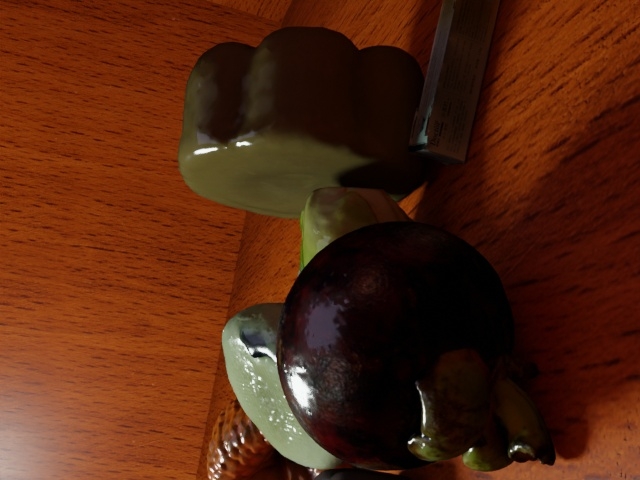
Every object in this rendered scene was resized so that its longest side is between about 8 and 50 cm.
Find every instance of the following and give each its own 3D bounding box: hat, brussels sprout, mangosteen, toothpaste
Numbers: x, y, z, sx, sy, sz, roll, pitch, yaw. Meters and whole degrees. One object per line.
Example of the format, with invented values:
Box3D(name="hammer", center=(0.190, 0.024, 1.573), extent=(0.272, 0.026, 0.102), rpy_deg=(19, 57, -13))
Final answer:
Box3D(name="hat", center=(-0.054, 0.361, 1.439), extent=(0.400, 0.285, 0.285), rpy_deg=(-68, -5, -71))
Box3D(name="brussels sprout", center=(0.074, 0.045, 1.232), extent=(0.259, 0.227, 0.294), rpy_deg=(-170, 68, -70))
Box3D(name="mangosteen", center=(0.118, 0.131, 0.862), extent=(0.360, 0.306, 0.306), rpy_deg=(10, 87, 45))
Box3D(name="toothpaste", center=(0.224, -0.285, 1.184), extent=(0.071, 0.089, 0.312), rpy_deg=(-174, 97, -69))

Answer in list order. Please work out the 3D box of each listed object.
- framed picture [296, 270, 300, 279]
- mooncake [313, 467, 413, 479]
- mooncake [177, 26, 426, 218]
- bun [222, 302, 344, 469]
Box3D(name="framed picture", center=(0.000, 0.000, 1.972), extent=(0.240, 0.020, 0.324), rpy_deg=(-127, 51, -73))
Box3D(name="mooncake", center=(0.049, 0.478, 1.066), extent=(0.306, 0.154, 0.306), rpy_deg=(-164, 90, -76))
Box3D(name="mooncake", center=(-0.031, -0.207, 1.346), extent=(0.467, 0.467, 0.262), rpy_deg=(146, 129, -71))
Box3D(name="bun", center=(-0.015, 0.208, 1.136), extent=(0.283, 0.179, 0.283), rpy_deg=(31, 138, 33))
